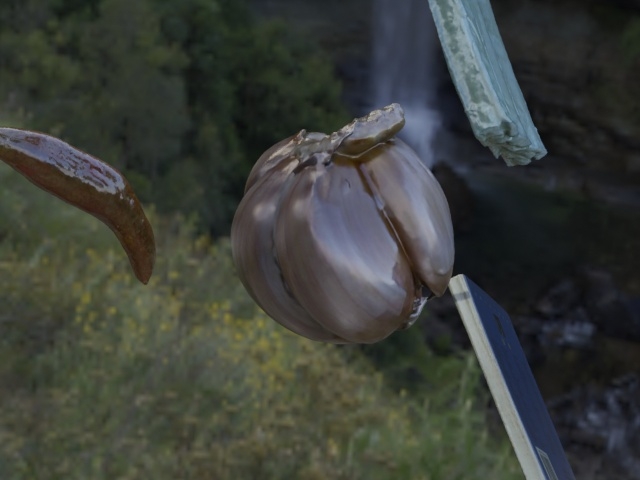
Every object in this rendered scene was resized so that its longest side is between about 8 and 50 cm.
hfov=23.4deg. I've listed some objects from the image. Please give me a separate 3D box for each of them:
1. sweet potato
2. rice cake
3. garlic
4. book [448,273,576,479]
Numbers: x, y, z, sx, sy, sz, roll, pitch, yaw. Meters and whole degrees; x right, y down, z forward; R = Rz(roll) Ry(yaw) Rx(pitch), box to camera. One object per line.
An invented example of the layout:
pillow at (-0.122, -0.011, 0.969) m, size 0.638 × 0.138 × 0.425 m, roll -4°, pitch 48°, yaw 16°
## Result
sweet potato at (-0.248, -0.051, 1.635) m, size 0.255 × 0.078 × 0.058 m, roll 42°, pitch 3°, yaw -32°
rice cake at (0.134, -0.175, 1.345) m, size 0.038 × 0.211 × 0.124 m, roll -22°, pitch -20°, yaw 19°
garlic at (0.000, 0.000, 1.274) m, size 0.160 × 0.191 × 0.214 m, roll -25°, pitch 13°, yaw -38°
book at (0.221, 0.179, 1.700) m, size 0.025 × 0.191 × 0.269 m, roll -26°, pitch 66°, yaw 13°
